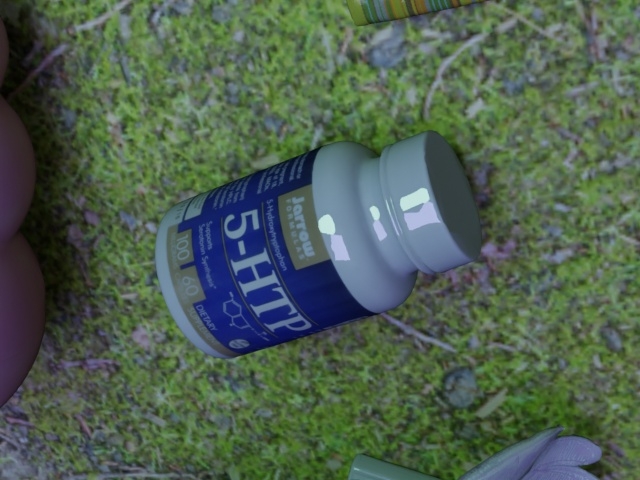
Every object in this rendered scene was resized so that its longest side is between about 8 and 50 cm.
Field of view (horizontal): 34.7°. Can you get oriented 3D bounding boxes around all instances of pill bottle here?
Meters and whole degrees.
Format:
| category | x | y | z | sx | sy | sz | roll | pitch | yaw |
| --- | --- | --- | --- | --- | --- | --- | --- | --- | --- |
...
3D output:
| category | x | y | z | sx | sy | sz | roll | pitch | yaw |
| --- | --- | --- | --- | --- | --- | --- | --- | --- | --- |
| pill bottle | 0.000 | 0.000 | 0.650 | 0.186 | 0.112 | 0.112 | -20 | 106 | 24 |

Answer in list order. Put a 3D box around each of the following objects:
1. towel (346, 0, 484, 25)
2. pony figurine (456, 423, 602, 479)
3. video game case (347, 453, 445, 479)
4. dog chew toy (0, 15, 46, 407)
| category | x | y | z | sx | sy | sz | roll | pitch | yaw |
| --- | --- | --- | --- | --- | --- | --- | --- | --- | --- |
| towel | 0.118 | -0.191 | 0.579 | 0.237 | 0.021 | 0.102 | -7 | 117 | 20 |
| pony figurine | 0.002 | 0.268 | 0.643 | 0.363 | 0.351 | 0.303 | 8 | 100 | 38 |
| video game case | 0.105 | 0.269 | 0.789 | 0.201 | 0.023 | 0.183 | 16 | 117 | 11 |
| dog chew toy | -0.283 | -0.030 | 0.688 | 0.206 | 0.206 | 0.332 | 14 | 109 | 11 |
